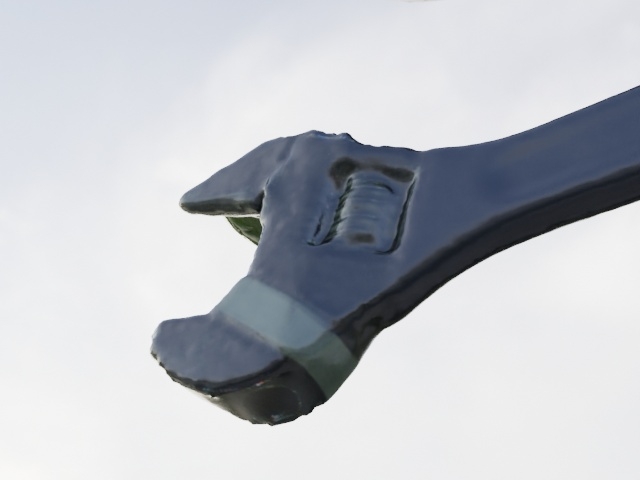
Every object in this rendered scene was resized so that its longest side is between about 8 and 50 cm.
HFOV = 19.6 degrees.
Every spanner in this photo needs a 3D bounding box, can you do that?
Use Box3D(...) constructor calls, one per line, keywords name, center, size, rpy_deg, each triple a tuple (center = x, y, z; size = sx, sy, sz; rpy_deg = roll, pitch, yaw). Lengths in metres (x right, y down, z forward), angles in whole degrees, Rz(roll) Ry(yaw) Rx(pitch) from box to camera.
Box3D(name="spanner", center=(0.097, -0.037, 0.483), size=(0.316, 0.087, 0.024), rpy_deg=(-22, -43, 12))

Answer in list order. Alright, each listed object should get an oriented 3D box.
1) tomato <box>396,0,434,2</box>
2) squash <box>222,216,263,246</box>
Box3D(name="tomato", center=(0.093, -0.335, 1.371), size=(0.325, 0.290, 0.293), rpy_deg=(-38, -43, -7))
Box3D(name="squash", center=(0.000, 0.000, 1.541), size=(0.066, 0.066, 0.229), rpy_deg=(-22, -38, 37))
